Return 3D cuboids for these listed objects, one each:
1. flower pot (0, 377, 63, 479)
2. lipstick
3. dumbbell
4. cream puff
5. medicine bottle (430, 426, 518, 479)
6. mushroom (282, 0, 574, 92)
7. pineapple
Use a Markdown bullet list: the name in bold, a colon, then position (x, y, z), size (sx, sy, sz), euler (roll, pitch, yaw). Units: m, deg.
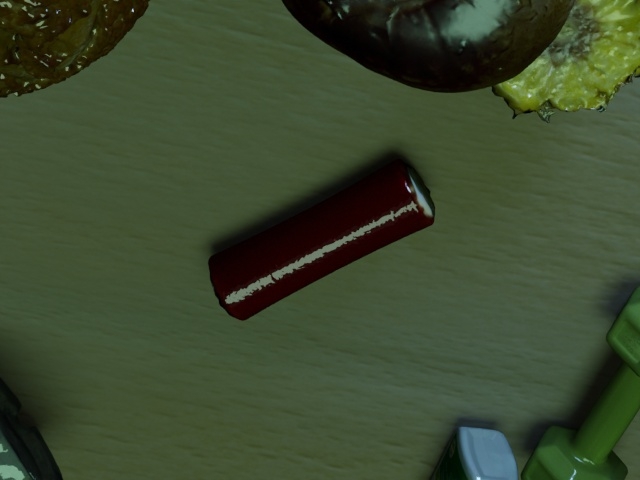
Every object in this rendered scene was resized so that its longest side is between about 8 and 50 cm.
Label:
- **flower pot**: position (-0.424, 0.267, 2.118), size (0.259, 0.290, 0.290), euler (-33, 128, 1)
- **lipstick**: position (0.000, 0.000, 2.059), size (0.241, 0.080, 0.080), euler (-28, 128, 14)
- **dumbbell**: position (0.335, 0.189, 2.255), size (0.108, 0.121, 0.302), euler (-9, 138, -40)
- **cream puff**: position (-0.278, -0.249, 1.719), size (0.303, 0.212, 0.303), euler (-4, 135, -4)
- **medicine bottle**: position (0.165, 0.310, 2.319), size (0.069, 0.119, 0.183), euler (6, 130, -18)
- **mushroom**: position (0.084, -0.256, 1.780), size (0.297, 0.163, 0.278), euler (23, 126, 2)
- **pineapple**: position (0.232, -0.216, 1.919), size (0.225, 0.076, 0.224), euler (-3, 128, -3)
